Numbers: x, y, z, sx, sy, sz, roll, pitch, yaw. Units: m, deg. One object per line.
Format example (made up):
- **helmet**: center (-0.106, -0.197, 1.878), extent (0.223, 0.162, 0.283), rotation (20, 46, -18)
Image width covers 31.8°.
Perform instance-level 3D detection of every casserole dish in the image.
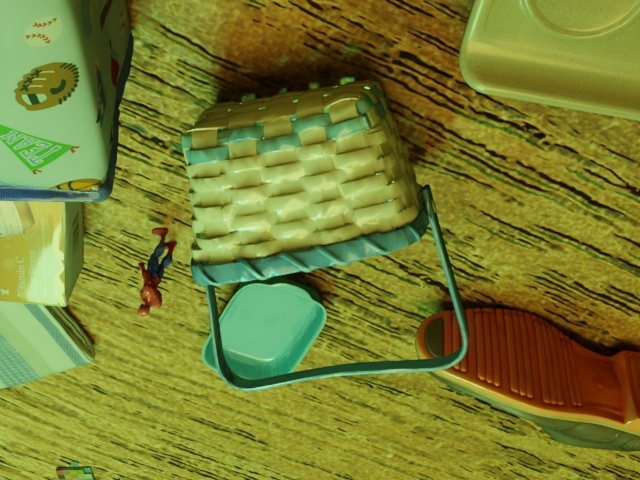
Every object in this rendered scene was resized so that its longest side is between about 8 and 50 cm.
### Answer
- **casserole dish**: center (-0.066, 0.101, 1.315), extent (0.114, 0.037, 0.188), rotation (20, 131, -15)

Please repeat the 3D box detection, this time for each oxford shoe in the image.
- **oxford shoe**: center (0.264, 0.183, 1.316), extent (0.363, 0.130, 0.133), rotation (19, 139, -12)

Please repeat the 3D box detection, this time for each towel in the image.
- **towel**: center (-0.435, 0.108, 1.344), extent (0.285, 0.034, 0.209), rotation (-16, 130, 18)

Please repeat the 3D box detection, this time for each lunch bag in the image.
- **lunch bag**: center (-0.365, -0.187, 0.878), extent (0.385, 0.239, 0.328), rotation (3, 148, -1)

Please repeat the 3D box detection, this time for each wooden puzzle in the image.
- **wooden puzzle**: center (-0.340, 0.334, 1.570), extent (0.049, 0.006, 0.083), rotation (-3, 133, 6)
- **wooden puzzle**: center (0.308, -0.263, 0.928), extent (0.322, 0.080, 0.348), rotation (9, 129, -6)

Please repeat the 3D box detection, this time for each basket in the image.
- **basket**: center (0.000, 0.000, 1.080), extent (0.254, 0.201, 0.289), rotation (-7, 101, 11)

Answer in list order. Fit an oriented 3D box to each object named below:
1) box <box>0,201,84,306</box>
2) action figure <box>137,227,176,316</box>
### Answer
- **box**: center (-0.339, -0.014, 1.166), extent (0.170, 0.091, 0.130), rotation (4, 120, -1)
- **action figure**: center (-0.180, 0.038, 1.206), extent (0.030, 0.115, 0.038), rotation (-10, 131, 12)
